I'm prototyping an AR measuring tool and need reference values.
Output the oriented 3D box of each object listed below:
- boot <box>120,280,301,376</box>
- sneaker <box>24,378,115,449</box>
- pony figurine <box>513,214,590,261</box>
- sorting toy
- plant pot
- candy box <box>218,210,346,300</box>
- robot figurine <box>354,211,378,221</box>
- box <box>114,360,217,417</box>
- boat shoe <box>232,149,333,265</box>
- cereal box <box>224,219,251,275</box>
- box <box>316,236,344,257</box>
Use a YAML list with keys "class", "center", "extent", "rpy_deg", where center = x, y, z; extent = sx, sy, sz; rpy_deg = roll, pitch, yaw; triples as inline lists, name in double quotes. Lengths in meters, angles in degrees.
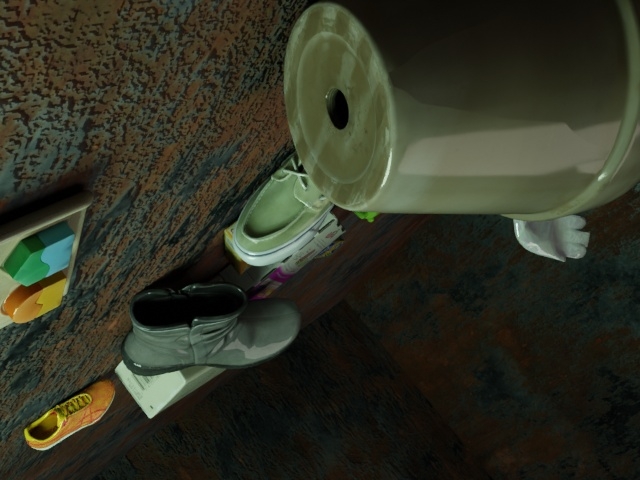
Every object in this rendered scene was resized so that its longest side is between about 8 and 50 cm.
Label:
- class: "boot"
  center: [-0.152, 0.135, 1.154]
  extent: [0.338, 0.118, 0.223]
  rpy_deg: [-12, 158, -29]
- class: "sneaker"
  center: [-0.446, 0.313, 1.266]
  extent: [0.175, 0.064, 0.067]
  rpy_deg: [-38, 162, -28]
- class: "pony figurine"
  center: [0.363, -0.138, 1.287]
  extent: [0.351, 0.363, 0.303]
  rpy_deg: [3, 114, -26]
- class: "sorting toy"
  center: [-0.300, 0.051, 0.635]
  extent: [0.193, 0.038, 0.208]
  rpy_deg: [-33, 169, -40]
- class: "plant pot"
  center: [0.127, -0.152, 0.694]
  extent: [0.280, 0.323, 0.323]
  rpy_deg: [-16, 161, -26]
- class: "candy box"
  center: [-0.068, 0.019, 1.338]
  extent: [0.233, 0.071, 0.159]
  rpy_deg: [-39, 169, 1]
- class: "robot figurine"
  center: [0.119, -0.091, 1.582]
  extent: [0.115, 0.067, 0.101]
  rpy_deg: [-32, 156, -44]
- class: "box"
  center: [-0.242, 0.215, 1.422]
  extent: [0.148, 0.121, 0.311]
  rpy_deg: [-46, 170, 30]
- class: "boat shoe"
  center: [-0.014, -0.095, 0.975]
  extent: [0.302, 0.109, 0.094]
  rpy_deg: [-47, 157, -11]
- class: "cereal box"
  center: [-0.050, -0.048, 1.153]
  extent: [0.240, 0.047, 0.173]
  rpy_deg: [-38, 171, -14]
- class: "box"
  center: [0.000, 0.000, 1.564]
  extent: [0.054, 0.059, 0.169]
  rpy_deg: [-44, 171, 12]
